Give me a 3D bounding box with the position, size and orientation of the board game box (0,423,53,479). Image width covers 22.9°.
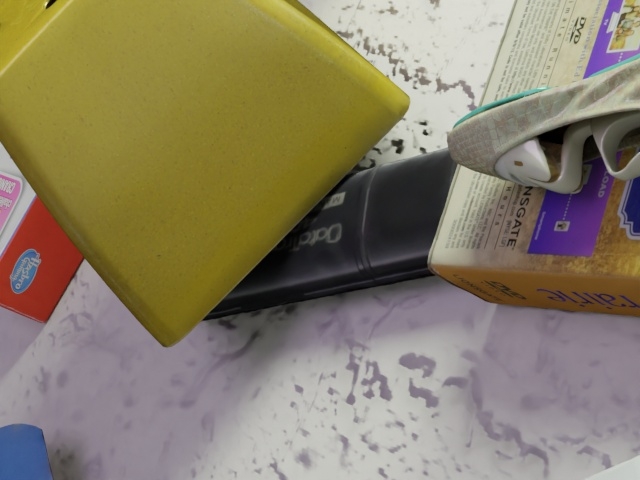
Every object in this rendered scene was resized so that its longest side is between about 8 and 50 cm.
[{"bbox_3d":[-0.213,0.212,1.097,0.133,0.033,0.168,-42,47,23],"label":"board game box"}]

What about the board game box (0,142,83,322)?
[{"bbox_3d":[-0.212,-0.121,1.287,0.316,0.064,0.242,-59,36,3],"label":"board game box"}]

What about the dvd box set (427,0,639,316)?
[{"bbox_3d":[0.253,-0.107,0.722,0.420,0.062,0.307,2,68,51],"label":"dvd box set"}]

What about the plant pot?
[{"bbox_3d":[-0.108,-0.101,0.992,0.212,0.187,0.212,-45,28,4],"label":"plant pot"}]

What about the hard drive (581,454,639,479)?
[{"bbox_3d":[0.164,0.226,0.628,0.203,0.040,0.307,-32,46,34],"label":"hard drive"}]

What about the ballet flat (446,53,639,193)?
[{"bbox_3d":[0.124,-0.050,0.742,0.168,0.057,0.052,-20,62,43],"label":"ballet flat"}]

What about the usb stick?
[{"bbox_3d":[0.000,0.000,0.970,0.278,0.045,0.077,-13,62,45],"label":"usb stick"}]
